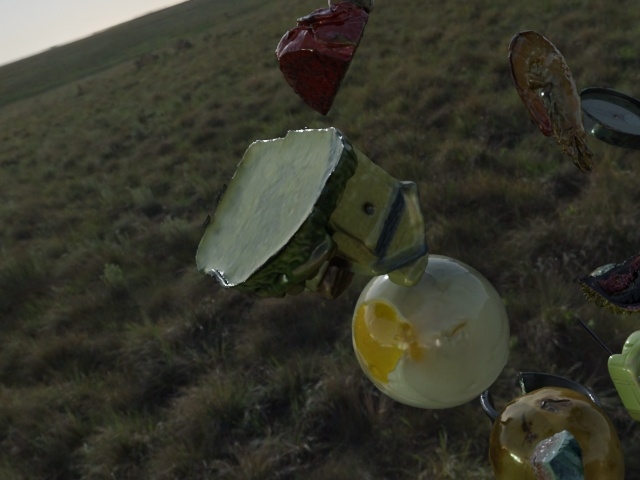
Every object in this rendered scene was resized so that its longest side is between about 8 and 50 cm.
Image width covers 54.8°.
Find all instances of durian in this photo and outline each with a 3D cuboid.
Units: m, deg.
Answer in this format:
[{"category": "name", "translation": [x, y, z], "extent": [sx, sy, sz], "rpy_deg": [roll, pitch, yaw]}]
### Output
[{"category": "durian", "translation": [0.630, 0.102, 1.297], "extent": [0.186, 0.119, 0.108], "rpy_deg": [-23, -13, -6]}]

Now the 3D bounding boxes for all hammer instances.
[{"category": "hammer", "translation": [0.678, 0.251, 1.494], "extent": [0.021, 0.065, 0.178], "rpy_deg": [-56, 35, 19]}]

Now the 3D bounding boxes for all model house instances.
[{"category": "model house", "translation": [0.000, 0.000, 0.950], "extent": [0.321, 0.266, 0.261], "rpy_deg": [8, 71, 57]}]

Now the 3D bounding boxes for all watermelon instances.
[{"category": "watermelon", "translation": [0.471, 0.467, 1.227], "extent": [0.081, 0.094, 0.180], "rpy_deg": [17, 37, -13]}]

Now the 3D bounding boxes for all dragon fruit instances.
[{"category": "dragon fruit", "translation": [0.005, -0.421, 1.289], "extent": [0.317, 0.152, 0.205], "rpy_deg": [127, 167, -78]}]

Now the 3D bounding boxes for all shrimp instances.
[{"category": "shrimp", "translation": [0.329, -0.198, 0.881], "extent": [0.133, 0.236, 0.053], "rpy_deg": [1, -19, -44]}]

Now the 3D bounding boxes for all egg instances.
[{"category": "egg", "translation": [0.197, 0.166, 1.155], "extent": [0.283, 0.283, 0.345], "rpy_deg": [-22, -2, -7]}]

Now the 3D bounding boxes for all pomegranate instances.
[{"category": "pomegranate", "translation": [0.604, 0.546, 1.581], "extent": [0.332, 0.332, 0.332], "rpy_deg": [-16, 23, 7]}]

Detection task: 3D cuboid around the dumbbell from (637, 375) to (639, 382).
[{"category": "dumbbell", "translation": [0.672, 0.335, 1.160], "extent": [0.081, 0.254, 0.081], "rpy_deg": [-42, 17, 15]}]

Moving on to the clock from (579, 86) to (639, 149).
[{"category": "clock", "translation": [0.716, -0.300, 1.499], "extent": [0.215, 0.042, 0.215], "rpy_deg": [7, 44, -7]}]

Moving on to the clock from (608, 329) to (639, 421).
[{"category": "clock", "translation": [0.704, 0.256, 1.295], "extent": [0.232, 0.170, 0.069], "rpy_deg": [-37, 13, -29]}]

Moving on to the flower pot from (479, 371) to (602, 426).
[{"category": "flower pot", "translation": [0.729, 0.632, 2.041], "extent": [0.379, 0.251, 0.379], "rpy_deg": [-3, 15, 1]}]
